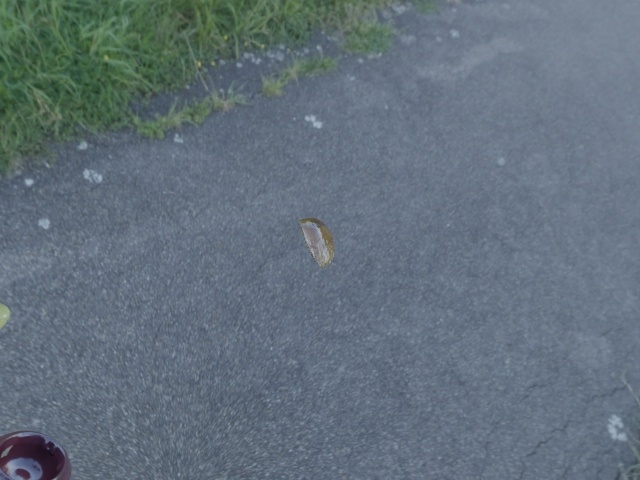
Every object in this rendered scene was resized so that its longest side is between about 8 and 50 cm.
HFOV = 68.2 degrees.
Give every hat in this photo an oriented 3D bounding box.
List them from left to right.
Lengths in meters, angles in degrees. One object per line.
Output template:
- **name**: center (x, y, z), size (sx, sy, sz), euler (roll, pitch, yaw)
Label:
- **hat**: center (-0.708, 0.551, 1.135), size (0.205, 0.205, 0.089), euler (34, 101, 3)

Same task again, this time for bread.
- **bread**: center (0.000, 0.000, 1.122), size (0.044, 0.129, 0.126), euler (-24, 88, 12)

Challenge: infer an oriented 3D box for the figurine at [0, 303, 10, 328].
- **figurine**: center (-0.594, 0.027, 0.693), size (0.124, 0.324, 0.222), euler (-11, 48, 18)
